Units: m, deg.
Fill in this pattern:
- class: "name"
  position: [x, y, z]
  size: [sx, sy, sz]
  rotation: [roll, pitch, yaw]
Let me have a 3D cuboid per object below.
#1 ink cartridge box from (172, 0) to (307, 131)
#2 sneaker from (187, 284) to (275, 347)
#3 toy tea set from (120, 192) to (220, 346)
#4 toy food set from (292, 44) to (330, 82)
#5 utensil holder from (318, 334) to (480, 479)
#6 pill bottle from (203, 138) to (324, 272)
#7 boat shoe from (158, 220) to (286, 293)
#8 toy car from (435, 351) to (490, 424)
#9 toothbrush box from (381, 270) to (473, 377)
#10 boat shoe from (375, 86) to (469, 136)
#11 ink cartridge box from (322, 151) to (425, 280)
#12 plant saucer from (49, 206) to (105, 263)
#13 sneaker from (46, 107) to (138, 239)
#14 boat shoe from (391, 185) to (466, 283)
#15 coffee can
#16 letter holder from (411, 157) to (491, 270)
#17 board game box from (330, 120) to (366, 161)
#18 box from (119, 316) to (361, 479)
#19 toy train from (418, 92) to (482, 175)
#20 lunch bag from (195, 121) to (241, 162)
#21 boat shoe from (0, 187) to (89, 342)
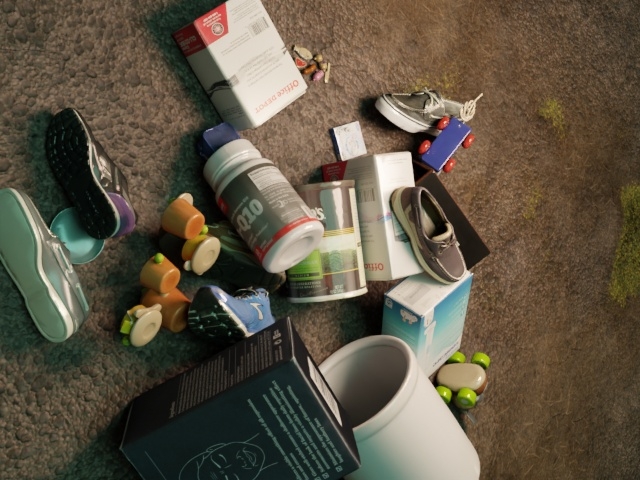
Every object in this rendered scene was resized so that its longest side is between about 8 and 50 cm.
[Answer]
- class: "ink cartridge box"
  position: [-0.184, -0.418, 1.885]
  size: [0.197, 0.114, 0.273]
  rotation: [-42, 111, -32]
- class: "sneaker"
  position: [-0.193, 0.162, 1.809]
  size: [0.330, 0.129, 0.147]
  rotation: [53, 39, -60]
- class: "toy tea set"
  position: [-0.326, 0.055, 1.679]
  size: [0.200, 0.124, 0.336]
  rotation: [3, 115, -64]
- class: "toy food set"
  position: [-0.021, -0.451, 2.070]
  size: [0.122, 0.019, 0.078]
  rotation: [14, 79, -36]
- class: "utensil holder"
  position: [0.176, 0.480, 1.985]
  size: [0.328, 0.327, 0.385]
  rotation: [-50, 118, -28]
- class: "pill bottle"
  position: [-0.134, -0.081, 1.807]
  size: [0.161, 0.161, 0.283]
  rotation: [-24, 66, -36]
- class: "boat shoe"
  position: [-0.224, 0.020, 1.845]
  size: [0.324, 0.122, 0.120]
  rotation: [27, 41, -34]
- class: "toy car"
  position: [0.427, 0.436, 2.298]
  size: [0.188, 0.148, 0.155]
  rotation: [58, 47, -33]
- class: "toothbrush box"
  position: [0.273, 0.216, 2.106]
  size: [0.216, 0.126, 0.296]
  rotation: [-36, 142, -32]
- class: "boat shoe"
  position: [0.288, -0.369, 2.219]
  size: [0.335, 0.119, 0.121]
  rotation: [4, 44, -45]
- class: "ink cartridge box"
  position: [0.131, -0.059, 2.037]
  size: [0.131, 0.226, 0.307]
  rotation: [-11, 95, -37]
- class: "plant saucer"
  position: [-0.509, -0.010, 1.674]
  size: [0.119, 0.021, 0.120]
  rotation: [3, 86, -38]
- class: "sneaker"
  position: [-0.473, -0.138, 1.681]
  size: [0.284, 0.107, 0.124]
  rotation: [69, 21, 1]
- class: "boat shoe"
  position: [0.277, -0.011, 1.942]
  size: [0.103, 0.092, 0.285]
  rotation: [-41, 109, -28]
- class: "coffee can"
  position: [0.000, 0.000, 1.947]
  size: [0.201, 0.201, 0.276]
  rotation: [-9, 93, -37]
- class: "letter holder"
  position: [0.299, -0.061, 2.229]
  size: [0.152, 0.214, 0.302]
  rotation: [-38, 112, 2]
- class: "board game box"
  position: [0.074, -0.263, 2.132]
  size: [0.090, 0.020, 0.090]
  rotation: [-21, 100, -35]
- class: "box"
  position: [-0.162, 0.402, 1.683]
  size: [0.395, 0.212, 0.294]
  rotation: [-28, 108, 3]
- class: "toy train"
  position: [0.368, -0.284, 2.223]
  size: [0.105, 0.143, 0.248]
  rotation: [37, 80, 8]
- class: "lunch bag"
  position: [-0.240, -0.221, 1.862]
  size: [0.098, 0.065, 0.067]
  rotation: [-30, 83, -35]
- class: "boat shoe"
  position: [-0.553, 0.041, 1.601]
  size: [0.099, 0.116, 0.320]
  rotation: [-36, 109, -59]
